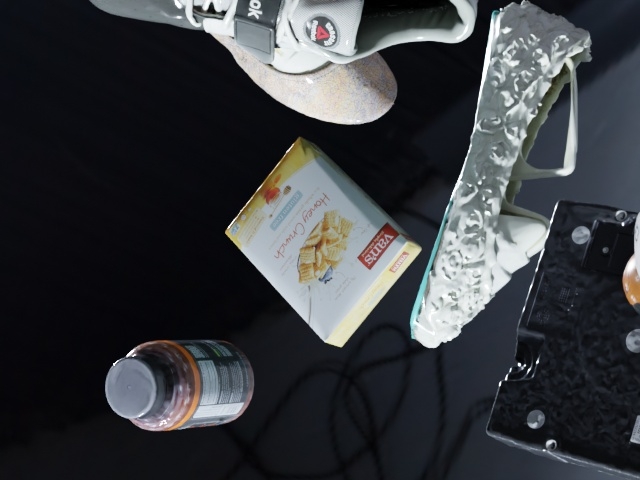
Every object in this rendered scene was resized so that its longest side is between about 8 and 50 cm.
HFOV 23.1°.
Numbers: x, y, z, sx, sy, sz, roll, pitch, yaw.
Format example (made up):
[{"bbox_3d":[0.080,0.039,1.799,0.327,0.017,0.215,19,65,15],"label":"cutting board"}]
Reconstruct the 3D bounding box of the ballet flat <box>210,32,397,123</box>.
[{"bbox_3d":[-0.057,-0.224,1.598,0.316,0.106,0.107,34,75,27],"label":"ballet flat"}]

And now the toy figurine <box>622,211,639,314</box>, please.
[{"bbox_3d":[0.297,0.007,0.924,0.209,0.148,0.213,-41,66,-18],"label":"toy figurine"}]

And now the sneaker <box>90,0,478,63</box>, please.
[{"bbox_3d":[-0.027,-0.208,1.255,0.146,0.330,0.122,-109,21,-51],"label":"sneaker"}]

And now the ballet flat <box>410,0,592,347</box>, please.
[{"bbox_3d":[0.210,-0.069,1.747,0.147,0.147,0.409,11,84,49],"label":"ballet flat"}]

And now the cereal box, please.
[{"bbox_3d":[0.000,0.000,2.067,0.173,0.047,0.240,-52,55,10],"label":"cereal box"}]

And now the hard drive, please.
[{"bbox_3d":[0.334,0.106,1.369,0.339,0.064,0.237,11,78,35],"label":"hard drive"}]

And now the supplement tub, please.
[{"bbox_3d":[-0.167,0.168,1.830,0.106,0.198,0.106,-2,86,28],"label":"supplement tub"}]
